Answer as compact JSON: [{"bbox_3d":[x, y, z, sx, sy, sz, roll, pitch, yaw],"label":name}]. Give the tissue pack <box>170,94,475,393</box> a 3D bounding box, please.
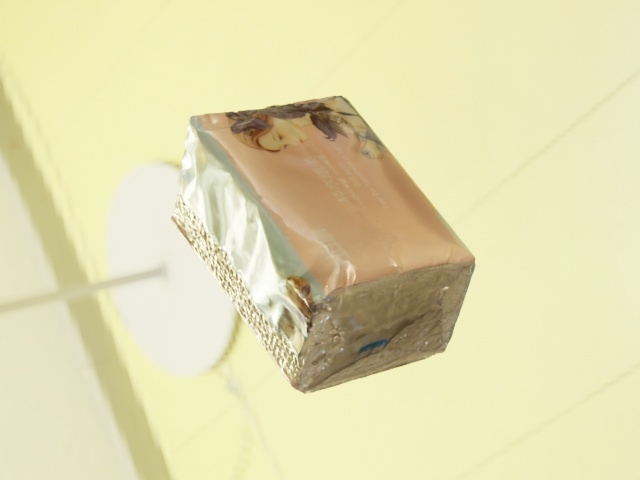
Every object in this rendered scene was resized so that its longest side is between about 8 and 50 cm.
[{"bbox_3d":[0.000,0.000,0.631,0.094,0.074,0.059,52,140,33],"label":"tissue pack"}]
